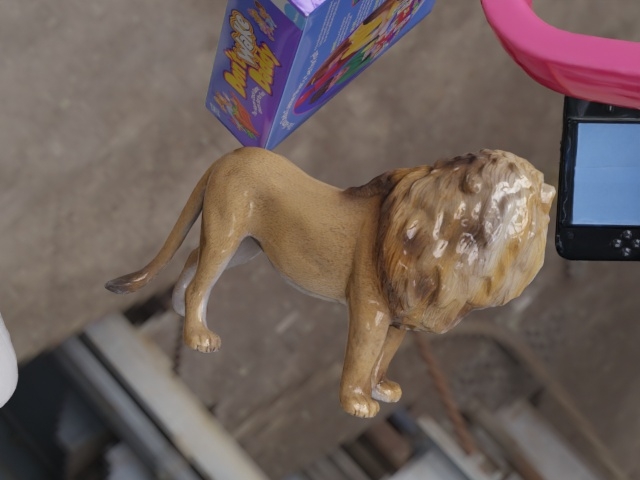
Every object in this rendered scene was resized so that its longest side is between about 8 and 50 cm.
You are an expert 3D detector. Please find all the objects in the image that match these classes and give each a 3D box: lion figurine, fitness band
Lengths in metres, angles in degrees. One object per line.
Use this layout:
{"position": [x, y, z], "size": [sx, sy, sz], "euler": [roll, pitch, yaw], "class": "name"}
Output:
{"position": [0.000, 0.000, 1.711], "size": [0.142, 0.392, 0.240], "euler": [-11, 117, -66], "class": "lion figurine"}
{"position": [0.236, -0.176, 1.238], "size": [0.209, 0.291, 0.054], "euler": [-62, 141, -21], "class": "fitness band"}

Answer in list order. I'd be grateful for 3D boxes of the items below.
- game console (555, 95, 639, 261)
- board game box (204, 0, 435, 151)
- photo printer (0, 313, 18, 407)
{"position": [0.232, -0.034, 1.389], "size": [0.124, 0.085, 0.144], "euler": [1, 117, 1], "class": "game console"}
{"position": [0.022, -0.222, 1.705], "size": [0.233, 0.078, 0.347], "euler": [-42, 173, -17], "class": "board game box"}
{"position": [-0.417, 0.025, 2.093], "size": [0.107, 0.307, 0.256], "euler": [-23, 130, -7], "class": "photo printer"}
